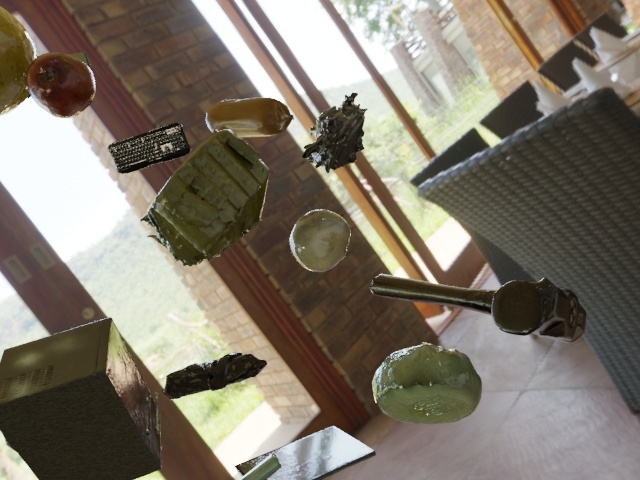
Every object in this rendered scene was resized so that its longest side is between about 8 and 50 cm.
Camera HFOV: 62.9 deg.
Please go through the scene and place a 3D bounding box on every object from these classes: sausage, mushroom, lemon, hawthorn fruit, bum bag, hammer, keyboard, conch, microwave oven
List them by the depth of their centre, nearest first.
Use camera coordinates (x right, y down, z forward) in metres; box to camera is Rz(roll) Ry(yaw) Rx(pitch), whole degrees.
[{"bbox_3d":[0.262,0.102,0.979,0.408,0.096,0.242,8,-5,42],"label":"hammer"},{"bbox_3d":[-0.507,-0.299,1.007,0.125,0.125,0.140,-34,11,29],"label":"hawthorn fruit"},{"bbox_3d":[-0.241,0.305,1.184,0.247,0.069,0.102,-18,-21,-5],"label":"bum bag"},{"bbox_3d":[-0.802,-0.418,1.200,0.297,0.297,0.297,-36,4,3],"label":"lemon"},{"bbox_3d":[0.000,0.000,1.275,0.154,0.154,0.122,-37,5,-2],"label":"mushroom"},{"bbox_3d":[-0.189,-0.350,1.488,0.328,0.112,0.112,8,32,35],"label":"sausage"},{"bbox_3d":[-0.687,0.493,1.507,0.374,0.432,0.236,-17,33,-7],"label":"microwave oven"},{"bbox_3d":[-0.523,-0.280,1.592,0.262,0.106,0.016,-14,18,15],"label":"keyboard"},{"bbox_3d":[0.044,-0.379,1.820,0.240,0.186,0.313,-5,58,50],"label":"conch"}]

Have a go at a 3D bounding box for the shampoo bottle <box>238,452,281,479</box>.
[{"bbox_3d":[-0.184,0.604,1.295,0.190,0.041,0.069,-35,-4,-13],"label":"shampoo bottle"}]

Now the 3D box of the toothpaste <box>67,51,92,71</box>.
[{"bbox_3d":[-0.805,-0.466,1.448,0.312,0.071,0.089,-26,24,-37],"label":"toothpaste"}]

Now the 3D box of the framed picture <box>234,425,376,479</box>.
[{"bbox_3d":[-0.049,0.621,1.482,0.338,0.014,0.255,-12,4,-26],"label":"framed picture"}]

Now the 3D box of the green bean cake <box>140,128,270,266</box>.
[{"bbox_3d":[-0.252,-0.047,1.110,0.310,0.202,0.285,-35,18,46],"label":"green bean cake"}]

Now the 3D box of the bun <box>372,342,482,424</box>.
[{"bbox_3d":[0.192,0.252,0.951,0.195,0.195,0.118,-33,36,41],"label":"bun"}]
